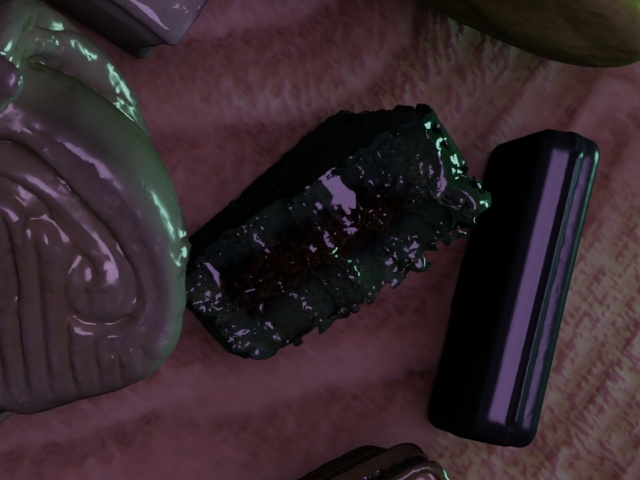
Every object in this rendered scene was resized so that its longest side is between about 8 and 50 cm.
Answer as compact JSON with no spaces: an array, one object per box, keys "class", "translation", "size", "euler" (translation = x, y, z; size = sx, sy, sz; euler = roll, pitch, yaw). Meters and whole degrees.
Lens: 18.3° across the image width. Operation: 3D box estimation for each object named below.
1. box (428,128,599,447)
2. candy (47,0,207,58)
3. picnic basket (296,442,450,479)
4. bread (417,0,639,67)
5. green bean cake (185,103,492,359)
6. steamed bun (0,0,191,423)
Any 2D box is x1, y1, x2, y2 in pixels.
[{"class":"box","translation":[0.141,0.036,1.466],"size":[0.050,0.160,0.230],"euler":[14,85,-10]},{"class":"candy","translation":[-0.199,-0.300,1.378],"size":[0.358,0.145,0.208],"euler":[32,79,-13]},{"class":"picnic basket","translation":[0.048,0.289,1.443],"size":[0.165,0.139,0.267],"euler":[-27,97,-15]},{"class":"bread","translation":[0.149,-0.265,1.398],"size":[0.320,0.320,0.237],"euler":[25,94,-15]},{"class":"green bean cake","translation":[0.000,0.000,1.411],"size":[0.208,0.193,0.107],"euler":[-38,105,-13]},{"class":"steamed bun","translation":[-0.247,-0.041,1.298],"size":[0.324,0.219,0.310],"euler":[-27,115,26]}]
